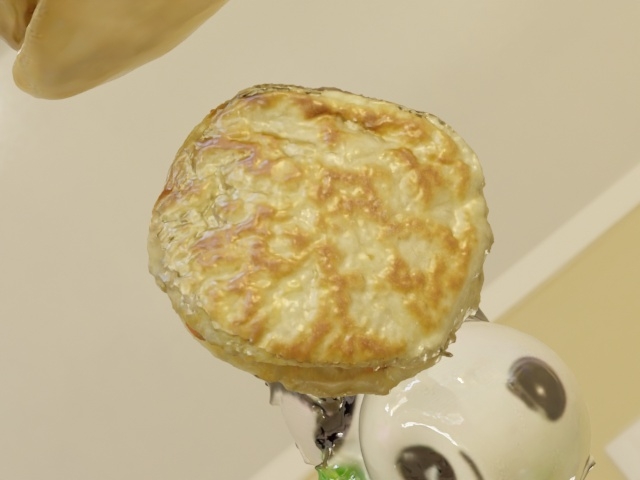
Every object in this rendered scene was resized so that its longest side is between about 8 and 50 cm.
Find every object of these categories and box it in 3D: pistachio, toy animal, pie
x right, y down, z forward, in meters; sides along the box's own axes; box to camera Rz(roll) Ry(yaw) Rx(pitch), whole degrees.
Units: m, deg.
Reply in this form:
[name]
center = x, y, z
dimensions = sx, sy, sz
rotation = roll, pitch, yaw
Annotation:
[pistachio]
center = -0.134, -0.243, 1.072
dimensions = 0.229, 0.321, 0.238
rotation = 47, 24, 14
[toy animal]
center = 0.082, 0.143, 1.280
dimensions = 0.267, 0.212, 0.212
rotation = 38, -5, 46
[pie]
center = 0.000, 0.000, 0.949
dimensions = 0.084, 0.205, 0.179
rotation = 117, -20, -69
